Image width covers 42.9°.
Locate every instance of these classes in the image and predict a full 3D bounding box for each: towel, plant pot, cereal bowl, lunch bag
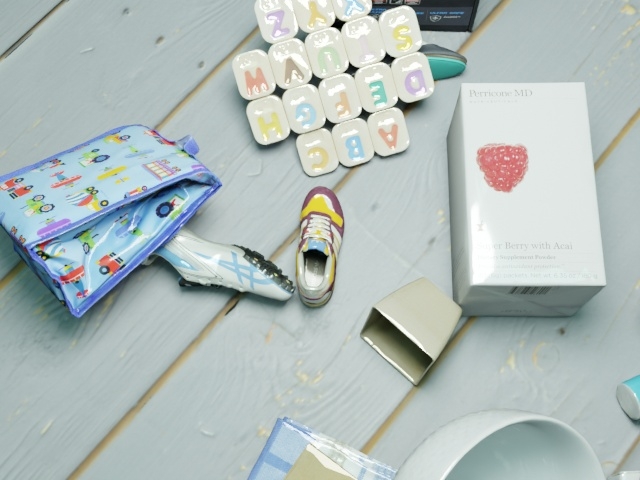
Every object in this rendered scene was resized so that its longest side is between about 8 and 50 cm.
[{"bbox_3d":[0.028,0.383,1.079,0.285,0.034,0.209,24,74,9],"label":"towel"},{"bbox_3d":[0.134,0.117,1.133,0.109,0.109,0.096,41,65,13],"label":"plant pot"},{"bbox_3d":[0.190,0.364,0.983,0.339,0.141,0.339,-1,91,-32],"label":"cereal bowl"},{"bbox_3d":[-0.299,-0.068,1.156,0.293,0.138,0.221,-38,42,-19],"label":"lunch bag"}]

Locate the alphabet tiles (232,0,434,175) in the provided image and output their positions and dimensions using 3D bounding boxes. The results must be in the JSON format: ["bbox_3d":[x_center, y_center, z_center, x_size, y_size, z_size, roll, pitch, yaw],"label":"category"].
[{"bbox_3d":[0.019,-0.246,1.216,0.284,0.021,0.278,-16,103,2],"label":"alphabet tiles"}]

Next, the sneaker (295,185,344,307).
[{"bbox_3d":[0.000,0.000,1.181,0.069,0.084,0.185,1,72,1],"label":"sneaker"}]

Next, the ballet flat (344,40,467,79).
[{"bbox_3d":[0.127,-0.285,1.285,0.203,0.074,0.074,-11,71,0],"label":"ballet flat"}]

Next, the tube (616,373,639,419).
[{"bbox_3d":[0.514,0.188,1.131,0.207,0.052,0.080,-19,77,-12],"label":"tube"}]

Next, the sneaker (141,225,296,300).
[{"bbox_3d":[-0.150,0.040,1.180,0.237,0.085,0.086,22,96,7],"label":"sneaker"}]

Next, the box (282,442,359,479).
[{"bbox_3d":[0.019,0.388,1.049,0.201,0.021,0.164,34,76,12],"label":"box"}]

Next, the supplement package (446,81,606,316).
[{"bbox_3d":[0.277,-0.054,1.146,0.177,0.175,0.293,0,71,2],"label":"supplement package"}]

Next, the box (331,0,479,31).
[{"bbox_3d":[0.101,-0.423,1.212,0.295,0.293,0.073,3,72,2],"label":"box"}]

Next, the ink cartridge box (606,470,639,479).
[{"bbox_3d":[0.443,0.377,1.056,0.109,0.063,0.150,-2,71,1],"label":"ink cartridge box"}]
